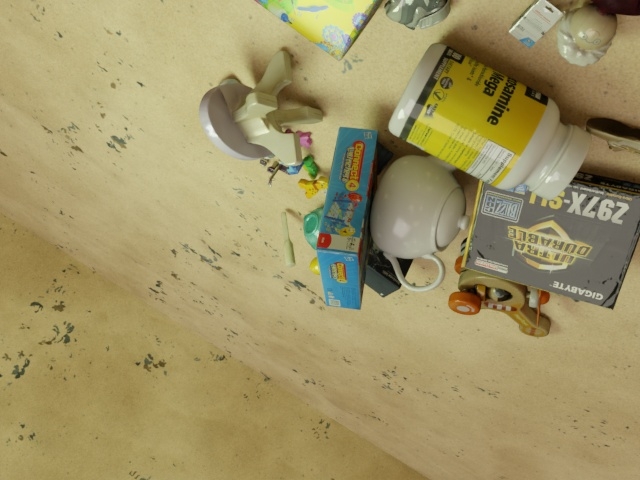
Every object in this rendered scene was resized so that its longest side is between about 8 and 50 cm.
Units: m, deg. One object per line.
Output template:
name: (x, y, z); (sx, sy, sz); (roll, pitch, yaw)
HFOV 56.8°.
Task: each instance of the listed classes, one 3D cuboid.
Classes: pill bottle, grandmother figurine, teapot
pill bottle: (0.313, -0.213, 1.103); (0.334, 0.187, 0.188); (28, 148, 3)
grandmother figurine: (0.438, -0.394, 0.832); (0.208, 0.104, 0.342); (34, 147, 12)
teapot: (0.239, -0.057, 1.317); (0.187, 0.252, 0.255); (21, 143, 29)

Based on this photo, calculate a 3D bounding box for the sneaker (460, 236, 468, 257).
sneaker: (0.457, -0.005, 1.401); (0.229, 0.086, 0.132); (-28, 146, 36)

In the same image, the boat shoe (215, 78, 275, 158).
boat shoe: (-0.186, -0.307, 1.502); (0.076, 0.083, 0.226); (4, 130, 54)

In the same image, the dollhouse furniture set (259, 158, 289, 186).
dollhouse furniture set: (-0.129, -0.203, 1.582); (0.091, 0.081, 0.114); (28, 148, 4)

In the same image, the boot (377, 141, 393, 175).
boot: (0.101, -0.174, 1.442); (0.086, 0.069, 0.190); (37, 147, -1)

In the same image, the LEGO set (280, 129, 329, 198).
LEGO set: (-0.015, -0.176, 1.522); (0.093, 0.087, 0.227); (-1, 138, 41)

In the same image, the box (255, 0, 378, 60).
box: (0.010, -0.505, 0.951); (0.279, 0.177, 0.290); (35, 148, -6)

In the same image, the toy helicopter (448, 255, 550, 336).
toy helicopter: (0.515, 0.163, 1.552); (0.235, 0.140, 0.355); (-13, 140, 44)

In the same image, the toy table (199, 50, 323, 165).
toy table: (-0.124, -0.284, 1.342); (0.161, 0.274, 0.252); (-8, 100, 32)

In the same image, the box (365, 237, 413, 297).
box: (0.163, 0.043, 1.614); (0.156, 0.158, 0.093); (36, 148, -10)

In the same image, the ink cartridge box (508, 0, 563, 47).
ink cartridge box: (0.363, -0.370, 0.990); (0.048, 0.028, 0.083); (34, 149, -7)

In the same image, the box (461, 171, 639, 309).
box: (0.483, -0.022, 1.241); (0.322, 0.079, 0.256); (17, 118, 21)

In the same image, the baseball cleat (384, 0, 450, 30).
baseball cleat: (0.195, -0.442, 1.009); (0.110, 0.072, 0.206); (24, 155, -16)

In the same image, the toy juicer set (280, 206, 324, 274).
toy juicer set: (0.000, 0.000, 1.655); (0.090, 0.209, 0.329); (17, 162, -38)

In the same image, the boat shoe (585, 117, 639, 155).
boat shoe: (0.548, -0.184, 1.080); (0.136, 0.050, 0.045); (22, 142, 13)

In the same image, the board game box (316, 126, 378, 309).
board game box: (0.067, -0.040, 1.328); (0.086, 0.301, 0.308); (7, 154, 8)
